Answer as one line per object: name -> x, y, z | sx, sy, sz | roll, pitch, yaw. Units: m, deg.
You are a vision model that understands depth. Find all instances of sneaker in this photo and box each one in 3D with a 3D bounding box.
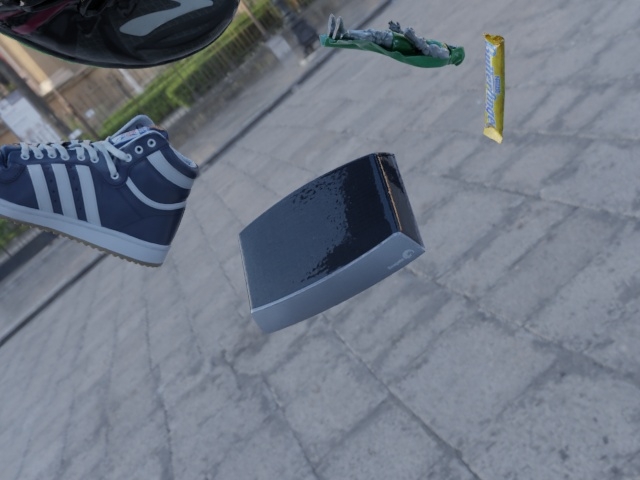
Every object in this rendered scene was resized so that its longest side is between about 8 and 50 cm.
sneaker -> -0.266, -0.085, 0.776 | 0.153, 0.282, 0.099 | -60, 34, 10
sneaker -> -0.266, -0.272, 0.702 | 0.482, 0.185, 0.202 | -1, 15, -45

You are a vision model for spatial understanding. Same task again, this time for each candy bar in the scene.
candy bar -> 0.242, -0.213, 1.003 | 0.018, 0.162, 0.040 | -23, 39, -17

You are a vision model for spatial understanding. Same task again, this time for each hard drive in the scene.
hard drive -> 0.000, 0.000, 0.938 | 0.254, 0.054, 0.172 | -29, 56, 25

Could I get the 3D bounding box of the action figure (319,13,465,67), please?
action figure -> 0.127, -0.315, 1.150 | 0.137, 0.232, 0.064 | -123, 43, -62
